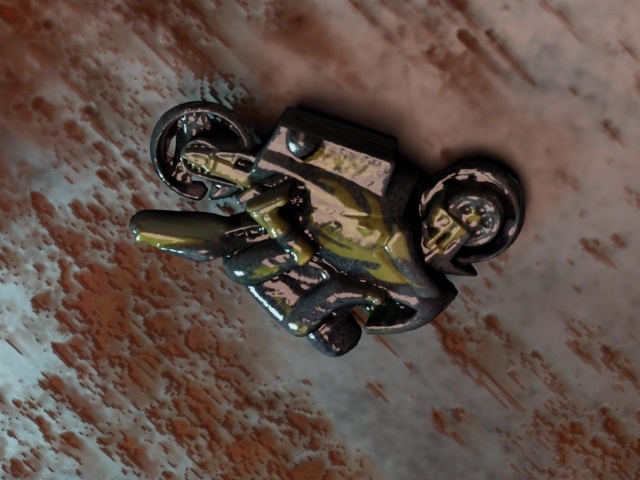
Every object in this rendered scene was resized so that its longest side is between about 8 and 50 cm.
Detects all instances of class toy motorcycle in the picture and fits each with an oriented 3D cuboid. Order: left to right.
[{"bbox_3d":[0.000,0.000,0.757,0.193,0.061,0.124,13,113,-1],"label":"toy motorcycle"}]
